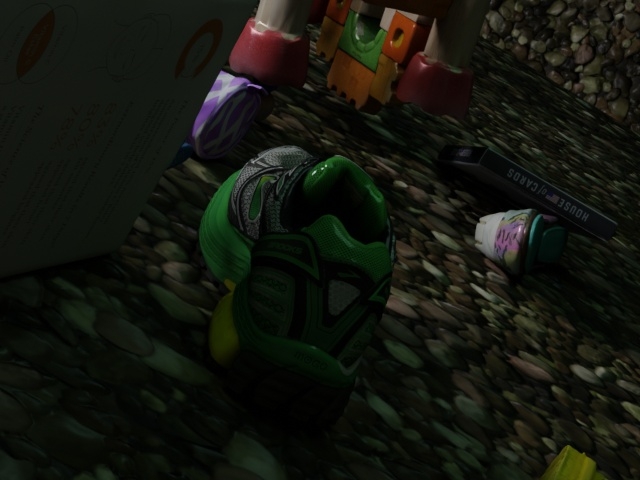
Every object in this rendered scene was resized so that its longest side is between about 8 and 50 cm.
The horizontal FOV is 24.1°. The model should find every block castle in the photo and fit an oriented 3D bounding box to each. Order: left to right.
[{"bbox_3d":[-0.025,-0.279,1.775,0.303,0.212,0.453,7,20,-29],"label":"block castle"}]

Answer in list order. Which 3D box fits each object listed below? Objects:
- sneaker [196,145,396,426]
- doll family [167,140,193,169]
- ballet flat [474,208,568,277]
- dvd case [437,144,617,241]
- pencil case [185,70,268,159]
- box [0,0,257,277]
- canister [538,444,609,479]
[{"bbox_3d":[0.000,0.000,1.101,0.134,0.146,0.343,26,16,-16],"label":"sneaker"},{"bbox_3d":[-0.192,-0.149,1.157,0.163,0.118,0.263,54,-18,19],"label":"doll family"},{"bbox_3d":[0.214,-0.004,1.644,0.079,0.076,0.221,17,7,18],"label":"ballet flat"},{"bbox_3d":[0.243,-0.061,1.808,0.179,0.029,0.239,30,0,-8],"label":"dvd case"},{"bbox_3d":[-0.151,-0.162,1.401,0.206,0.088,0.086,39,-1,16],"label":"pencil case"},{"bbox_3d":[-0.215,-0.105,0.897,0.168,0.215,0.345,35,16,14],"label":"box"},{"bbox_3d":[0.203,0.218,0.958,0.170,0.073,0.126,35,17,8],"label":"canister"}]
